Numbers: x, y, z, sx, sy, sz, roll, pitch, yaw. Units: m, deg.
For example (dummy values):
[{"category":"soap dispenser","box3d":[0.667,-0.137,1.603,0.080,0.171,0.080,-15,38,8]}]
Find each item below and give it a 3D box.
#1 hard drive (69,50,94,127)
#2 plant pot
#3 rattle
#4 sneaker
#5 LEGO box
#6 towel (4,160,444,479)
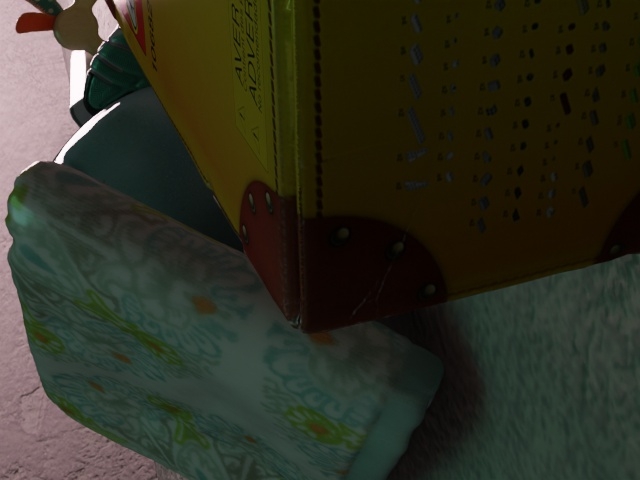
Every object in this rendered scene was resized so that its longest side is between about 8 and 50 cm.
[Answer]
[{"category":"hard drive","box3d":[-0.255,-0.146,1.464,0.203,0.040,0.307,52,-176,-24]},{"category":"plant pot","box3d":[-0.178,-0.011,1.119,0.293,0.196,0.293,29,128,46]},{"category":"rattle","box3d":[-0.314,-0.295,1.493,0.143,0.200,0.130,-139,41,-64]},{"category":"sneaker","box3d":[-0.187,-0.233,1.225,0.223,0.083,0.098,-54,21,14]},{"category":"LEGO box","box3d":[0.010,-0.278,0.439,0.372,0.193,0.500,-123,26,-50]},{"category":"towel","box3d":[-0.090,0.111,0.887,0.374,0.320,0.090,109,-173,-61]}]
